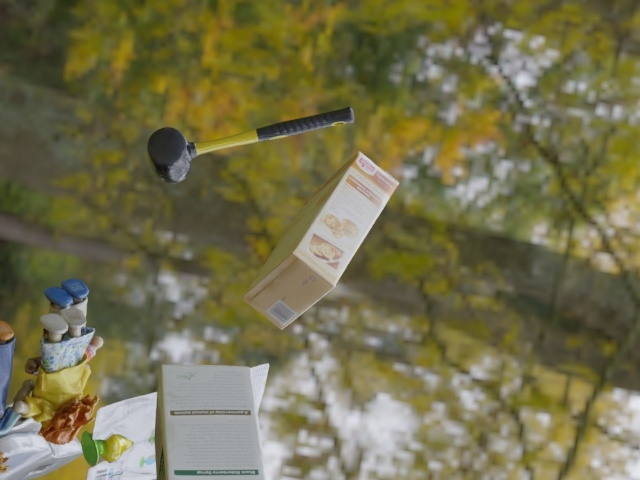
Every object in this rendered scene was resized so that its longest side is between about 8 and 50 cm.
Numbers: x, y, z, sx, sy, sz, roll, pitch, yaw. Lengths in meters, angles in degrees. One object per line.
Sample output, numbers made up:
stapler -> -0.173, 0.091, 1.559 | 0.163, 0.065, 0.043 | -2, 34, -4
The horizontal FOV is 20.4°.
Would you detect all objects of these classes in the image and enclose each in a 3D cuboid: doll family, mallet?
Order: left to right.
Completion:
doll family -> -0.319, 0.157, 1.828 | 0.118, 0.263, 0.163 | 38, -50, 42
mallet -> -0.065, -0.095, 1.592 | 0.062, 0.189, 0.039 | 60, 16, -74

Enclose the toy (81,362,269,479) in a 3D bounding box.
toy -> -0.181, 0.215, 2.134 | 0.056, 0.237, 0.137 | 41, -48, 37

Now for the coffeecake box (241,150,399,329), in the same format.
coffeecake box -> 0.000, 0.000, 2.168 | 0.142, 0.068, 0.185 | -42, -168, 52

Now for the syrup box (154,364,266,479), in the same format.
syrup box -> -0.105, 0.220, 1.675 | 0.237, 0.096, 0.093 | -100, -166, -59

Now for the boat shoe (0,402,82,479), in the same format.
boat shoe -> -0.358, 0.234, 2.097 | 0.084, 0.095, 0.258 | 61, 2, 10
